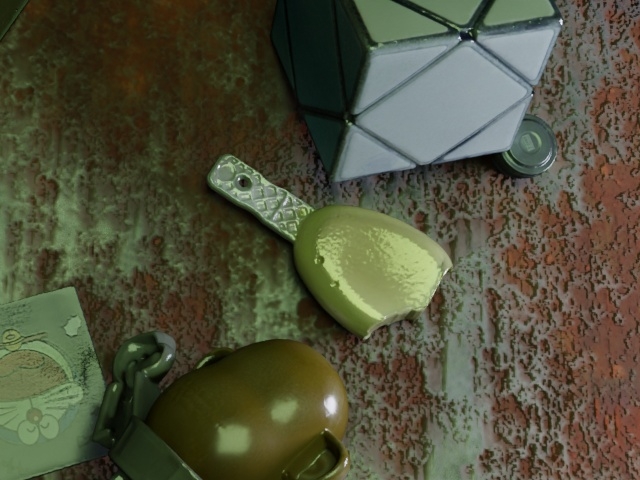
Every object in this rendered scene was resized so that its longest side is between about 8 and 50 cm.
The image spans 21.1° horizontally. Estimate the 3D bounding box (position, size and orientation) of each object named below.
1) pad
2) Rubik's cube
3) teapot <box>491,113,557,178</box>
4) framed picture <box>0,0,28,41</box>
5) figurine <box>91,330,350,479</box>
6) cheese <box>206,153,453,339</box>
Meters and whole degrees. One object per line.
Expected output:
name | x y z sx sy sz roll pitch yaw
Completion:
pad | -0.316 0.149 1.575 0.245 0.006 0.170 -14 78 -20
Rubik's cube | 0.086 -0.206 1.672 0.207 0.205 0.205 -11 58 -20
teapot | 0.201 -0.103 1.776 0.066 0.057 0.088 -19 82 -21
framed picture | -0.335 -0.222 1.687 0.066 0.007 0.089 31 67 -4
figurine | -0.097 0.202 1.486 0.342 0.167 0.285 39 79 22
cheese | 0.000 0.000 1.690 0.255 0.050 0.127 32 69 -3
